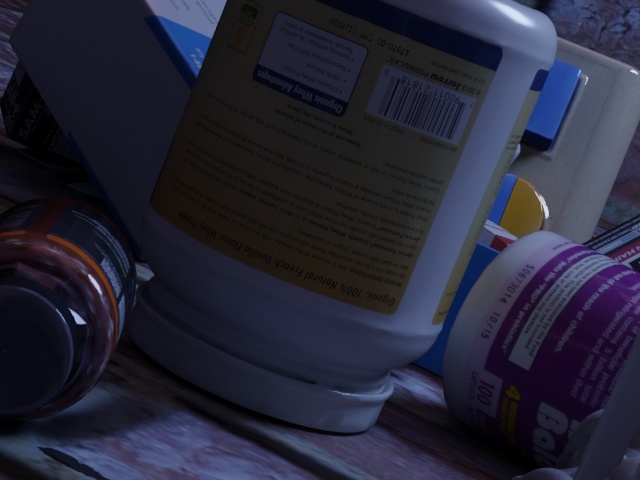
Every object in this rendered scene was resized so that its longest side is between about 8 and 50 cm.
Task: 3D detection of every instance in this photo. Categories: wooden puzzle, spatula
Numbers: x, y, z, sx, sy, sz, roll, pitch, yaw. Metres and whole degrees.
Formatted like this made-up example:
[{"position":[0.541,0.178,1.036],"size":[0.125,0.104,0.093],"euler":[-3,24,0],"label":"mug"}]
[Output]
[{"position":[0.177,-0.118,2.008],"size":[0.348,0.322,0.080],"euler":[24,-11,1],"label":"wooden puzzle"},{"position":[-0.174,-0.046,1.724],"size":[0.168,0.019,0.242],"euler":[26,10,27],"label":"spatula"}]

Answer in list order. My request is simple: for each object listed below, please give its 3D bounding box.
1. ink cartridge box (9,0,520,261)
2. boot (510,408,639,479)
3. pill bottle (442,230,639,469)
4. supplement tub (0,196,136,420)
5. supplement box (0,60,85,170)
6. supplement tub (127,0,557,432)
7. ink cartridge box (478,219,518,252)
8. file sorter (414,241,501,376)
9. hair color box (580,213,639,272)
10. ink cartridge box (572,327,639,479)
[{"position":[-0.045,-0.136,1.628],"size":[0.395,0.166,0.285],"euler":[-1,48,-46],"label":"ink cartridge box"},{"position":[0.161,0.160,1.095],"size":[0.123,0.095,0.258],"euler":[-14,-9,-11],"label":"boot"},{"position":[0.253,0.124,1.275],"size":[0.301,0.169,0.169],"euler":[27,10,31],"label":"pill bottle"},{"position":[-0.164,0.039,0.986],"size":[0.106,0.106,0.198],"euler":[21,9,-4],"label":"supplement tub"},{"position":[-0.189,-0.100,1.707],"size":[0.239,0.073,0.130],"euler":[24,12,-20],"label":"supplement box"},{"position":[0.008,-0.047,1.218],"size":[0.228,0.316,0.228],"euler":[22,9,-4],"label":"supplement tub"},{"position":[0.168,0.035,1.803],"size":[0.056,0.099,0.135],"euler":[18,11,-25],"label":"ink cartridge box"},{"position":[0.139,0.063,1.528],"size":[0.170,0.118,0.104],"euler":[26,6,20],"label":"file sorter"},{"position":[0.395,0.094,1.687],"size":[0.185,0.113,0.374],"euler":[-26,30,-17],"label":"hair color box"},{"position":[0.297,0.176,0.955],"size":[0.353,0.207,0.119],"euler":[14,14,-34],"label":"ink cartridge box"}]
